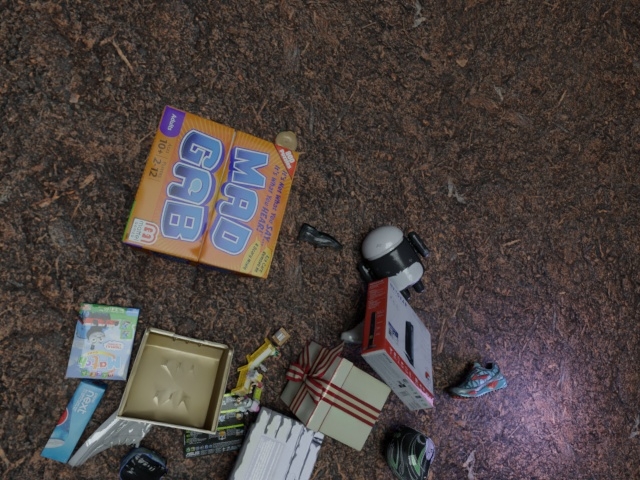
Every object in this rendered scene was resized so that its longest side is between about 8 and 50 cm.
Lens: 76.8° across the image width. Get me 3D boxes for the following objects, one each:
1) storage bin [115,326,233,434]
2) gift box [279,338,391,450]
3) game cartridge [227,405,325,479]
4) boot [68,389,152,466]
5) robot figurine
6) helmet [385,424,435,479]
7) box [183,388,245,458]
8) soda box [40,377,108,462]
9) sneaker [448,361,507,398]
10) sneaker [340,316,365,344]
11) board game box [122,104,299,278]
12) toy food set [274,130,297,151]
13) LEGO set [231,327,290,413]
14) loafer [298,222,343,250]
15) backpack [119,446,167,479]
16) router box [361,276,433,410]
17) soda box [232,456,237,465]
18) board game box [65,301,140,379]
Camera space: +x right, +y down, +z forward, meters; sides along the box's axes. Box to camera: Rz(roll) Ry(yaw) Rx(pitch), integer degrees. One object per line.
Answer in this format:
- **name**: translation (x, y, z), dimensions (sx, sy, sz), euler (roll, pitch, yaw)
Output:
- **storage bin**: translation (-0.417, 0.407, 1.183), dimensions (0.262, 0.123, 0.260), euler (19, 58, -19)
- **gift box**: translation (0.038, 0.471, 1.320), dimensions (0.258, 0.255, 0.276), euler (35, 72, -23)
- **game cartridge**: translation (-0.153, 0.711, 1.211), dimensions (0.230, 0.068, 0.355), euler (22, 67, 3)
- **boot**: translation (-0.578, 0.565, 1.164), dimensions (0.123, 0.095, 0.258), euler (45, 72, -4)
- **robot figurine**: translation (0.267, 0.078, 1.468), dimensions (0.209, 0.174, 0.278), euler (-38, 99, -29)
- **helmet**: translation (0.311, 0.765, 1.432), dimensions (0.169, 0.169, 0.161), euler (43, 58, -12)
- **box**: translation (-0.335, 0.576, 1.279), dimensions (0.191, 0.045, 0.184), euler (-1, 84, -19)
- **soda box**: translation (-0.693, 0.504, 1.144), dimensions (0.071, 0.067, 0.210), euler (28, 76, -16)
- **sneaker**: translation (0.606, 0.550, 1.603), dimensions (0.262, 0.104, 0.125), euler (-6, 70, -24)
- **sneaker**: translation (0.171, 0.313, 1.466), dimensions (0.232, 0.090, 0.115), euler (-2, 80, -29)
- **board game box**: translation (-0.317, -0.103, 1.172), dimensions (0.357, 0.356, 0.356), euler (16, 80, -18)
- **toy food set**: translation (-0.123, -0.350, 1.440), dimensions (0.083, 0.020, 0.083), euler (-10, 89, -20)
- **LEGO set**: translation (-0.183, 0.428, 1.315), dimensions (0.107, 0.132, 0.287), euler (52, 48, -26)
- **loafer**: translation (0.000, 0.000, 1.443), dimensions (0.170, 0.062, 0.061), euler (28, 99, -12)
- **backpack**: translation (-0.523, 0.665, 1.182), dimensions (0.105, 0.084, 0.114), euler (-48, 109, -15)
- **router box**: translation (0.264, 0.343, 1.352), dimensions (0.335, 0.082, 0.301), euler (51, 32, -28)
- **soda box**: translation (-0.159, 0.768, 1.264), dimensions (0.092, 0.083, 0.263), euler (-40, 80, -19)
- **board game box**: translation (-0.639, 0.298, 1.195), dimensions (0.160, 0.039, 0.211), euler (10, 83, -19)
